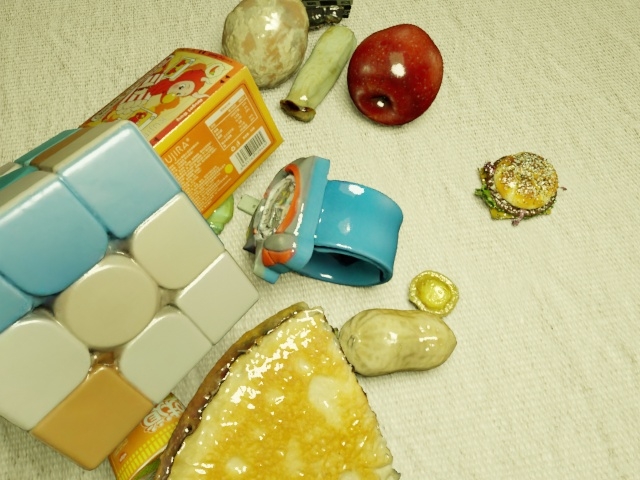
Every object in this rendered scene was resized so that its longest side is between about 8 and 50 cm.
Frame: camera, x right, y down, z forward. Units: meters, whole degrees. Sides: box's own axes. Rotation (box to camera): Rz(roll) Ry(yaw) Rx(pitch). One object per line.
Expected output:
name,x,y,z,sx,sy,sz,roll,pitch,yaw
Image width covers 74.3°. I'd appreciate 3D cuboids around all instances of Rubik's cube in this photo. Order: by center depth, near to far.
Rubik's cube,-0.375,0.053,0.656,0.347,0.346,0.344,15,54,46

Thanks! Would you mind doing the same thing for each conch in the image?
conch,-0.240,-0.079,0.939,0.095,0.079,0.200,-7,57,2

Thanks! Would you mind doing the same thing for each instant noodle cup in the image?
instant noodle cup,-0.316,0.318,0.746,0.168,0.168,0.185,-41,67,-15

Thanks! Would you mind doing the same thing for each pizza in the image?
pizza,-0.066,0.297,0.703,0.435,0.080,0.391,5,76,-25

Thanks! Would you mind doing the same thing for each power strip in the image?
power strip,-0.147,-0.074,0.968,0.090,0.016,0.040,26,70,9

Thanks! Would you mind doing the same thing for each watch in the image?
watch,0.000,0.000,0.842,0.275,0.305,0.241,22,70,-24

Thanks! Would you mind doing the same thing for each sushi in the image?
sushi,-0.025,-0.583,1.111,0.215,0.192,0.050,-1,104,0

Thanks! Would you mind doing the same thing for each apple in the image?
apple,0.173,-0.381,0.983,0.218,0.218,0.201,15,69,6

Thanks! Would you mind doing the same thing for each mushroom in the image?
mushroom,-0.002,-0.432,1.078,0.100,0.081,0.312,24,68,8

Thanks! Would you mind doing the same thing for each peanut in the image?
peanut,0.143,0.190,0.803,0.225,0.129,0.129,-5,68,-3

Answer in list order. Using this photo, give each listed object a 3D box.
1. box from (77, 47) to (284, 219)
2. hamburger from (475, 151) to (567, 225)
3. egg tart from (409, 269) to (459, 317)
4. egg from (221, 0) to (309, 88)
box,-0.286,-0.224,0.885,0.260,0.213,0.283,29,69,34
hamburger,0.446,-0.126,0.947,0.190,0.093,0.164,-18,70,-5
egg tart,0.234,0.112,0.880,0.105,0.039,0.105,0,68,0
egg,-0.132,-0.483,1.018,0.203,0.245,0.203,26,46,-30
